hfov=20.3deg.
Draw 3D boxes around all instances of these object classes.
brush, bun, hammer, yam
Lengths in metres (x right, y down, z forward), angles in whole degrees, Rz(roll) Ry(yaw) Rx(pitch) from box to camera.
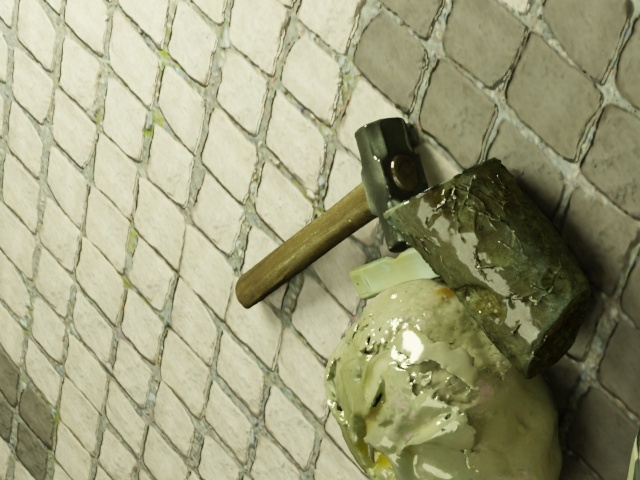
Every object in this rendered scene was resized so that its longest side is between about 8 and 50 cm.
[{"bbox_3d":[0.081,0.022,1.595,0.033,0.030,0.178,60,150,-5],"label":"brush"},{"bbox_3d":[0.099,0.153,1.535,0.239,0.141,0.239,42,151,30],"label":"bun"},{"bbox_3d":[0.000,0.000,1.676,0.365,0.043,0.111,-37,67,59],"label":"hammer"},{"bbox_3d":[0.145,0.014,1.441,0.183,0.107,0.107,53,144,13],"label":"yam"}]

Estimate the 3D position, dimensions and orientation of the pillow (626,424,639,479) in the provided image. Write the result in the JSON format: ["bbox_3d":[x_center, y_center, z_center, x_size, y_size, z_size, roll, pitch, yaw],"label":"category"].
[{"bbox_3d":[0.303,0.150,1.305,0.186,0.106,0.250,32,129,39],"label":"pillow"}]
